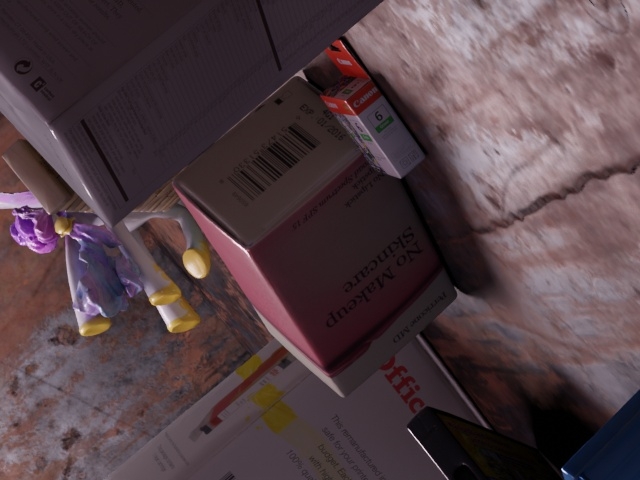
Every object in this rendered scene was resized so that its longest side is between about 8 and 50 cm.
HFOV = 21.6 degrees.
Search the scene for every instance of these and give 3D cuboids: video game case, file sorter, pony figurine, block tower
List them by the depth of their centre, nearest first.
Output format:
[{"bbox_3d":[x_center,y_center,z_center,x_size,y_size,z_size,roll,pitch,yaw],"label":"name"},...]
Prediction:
[{"bbox_3d":[0.247,0.174,1.115,0.104,0.118,0.170,39,166,32],"label":"file sorter"},{"bbox_3d":[0.215,0.273,1.551,0.248,0.035,0.275,51,-168,30],"label":"video game case"},{"bbox_3d":[-0.238,-0.094,1.981,0.091,0.097,0.335,48,-164,11],"label":"block tower"},{"bbox_3d":[-0.312,-0.056,2.253,0.351,0.303,0.363,1,-121,-54],"label":"pony figurine"}]

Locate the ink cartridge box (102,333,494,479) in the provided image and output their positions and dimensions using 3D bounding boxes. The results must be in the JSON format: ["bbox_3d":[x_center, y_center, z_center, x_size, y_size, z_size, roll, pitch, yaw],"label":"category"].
[{"bbox_3d":[-0.011,0.274,1.874,0.279,0.384,0.160,53,173,-20],"label":"ink cartridge box"}]

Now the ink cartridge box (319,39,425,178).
[{"bbox_3d":[0.029,-0.102,1.293,0.115,0.029,0.063,53,171,-18],"label":"ink cartridge box"}]

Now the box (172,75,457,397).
[{"bbox_3d":[0.000,0.000,1.463,0.127,0.148,0.232,40,167,42],"label":"box"}]

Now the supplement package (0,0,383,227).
[{"bbox_3d":[-0.082,-0.152,0.960,0.134,0.244,0.139,45,168,22],"label":"supplement package"}]
